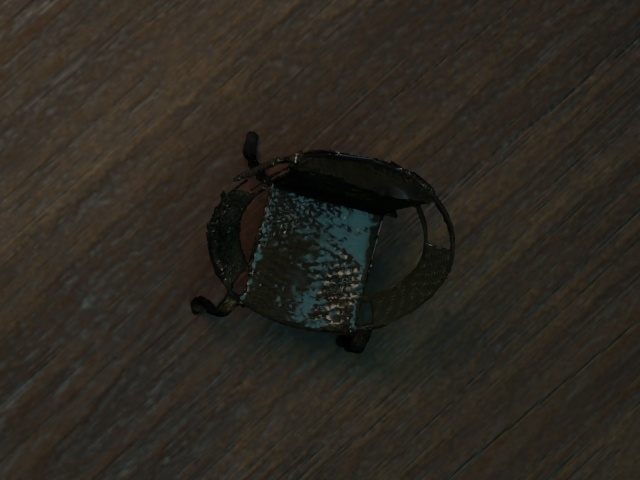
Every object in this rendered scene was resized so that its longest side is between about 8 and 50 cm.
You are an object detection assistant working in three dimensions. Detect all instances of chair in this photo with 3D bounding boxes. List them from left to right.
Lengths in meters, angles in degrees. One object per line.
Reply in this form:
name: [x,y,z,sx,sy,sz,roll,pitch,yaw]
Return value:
chair: [0.000,0.000,1.417,0.174,0.213,0.149,15,87,-11]
